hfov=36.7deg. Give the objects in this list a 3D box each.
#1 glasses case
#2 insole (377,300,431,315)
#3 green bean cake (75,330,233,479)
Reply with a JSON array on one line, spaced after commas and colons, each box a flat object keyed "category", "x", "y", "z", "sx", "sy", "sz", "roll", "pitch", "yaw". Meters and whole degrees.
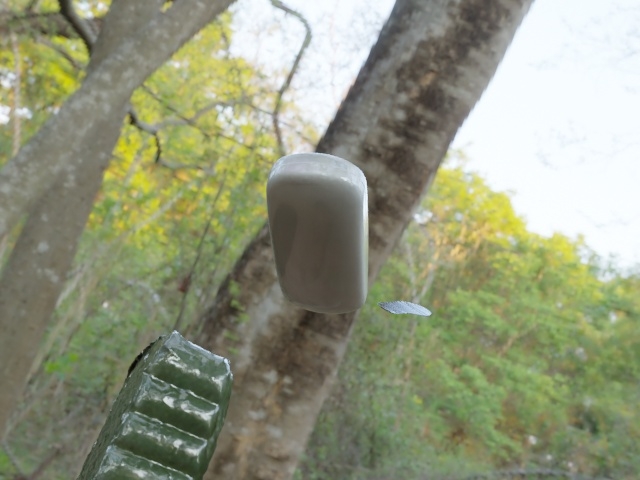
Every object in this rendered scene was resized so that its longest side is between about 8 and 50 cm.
[{"category": "glasses case", "x": 0.000, "y": 0.000, "z": 0.768, "sx": 0.076, "sy": 0.049, "sz": 0.197, "roll": 5, "pitch": -34, "yaw": 8}, {"category": "insole", "x": 0.148, "y": 0.119, "z": 1.683, "sx": 0.053, "sy": 0.002, "sz": 0.152, "roll": 32, "pitch": 14, "yaw": 30}, {"category": "green bean cake", "x": -0.152, "y": 0.184, "z": 0.835, "sx": 0.094, "sy": 0.185, "sz": 0.183, "roll": 23, "pitch": -26, "yaw": -12}]
